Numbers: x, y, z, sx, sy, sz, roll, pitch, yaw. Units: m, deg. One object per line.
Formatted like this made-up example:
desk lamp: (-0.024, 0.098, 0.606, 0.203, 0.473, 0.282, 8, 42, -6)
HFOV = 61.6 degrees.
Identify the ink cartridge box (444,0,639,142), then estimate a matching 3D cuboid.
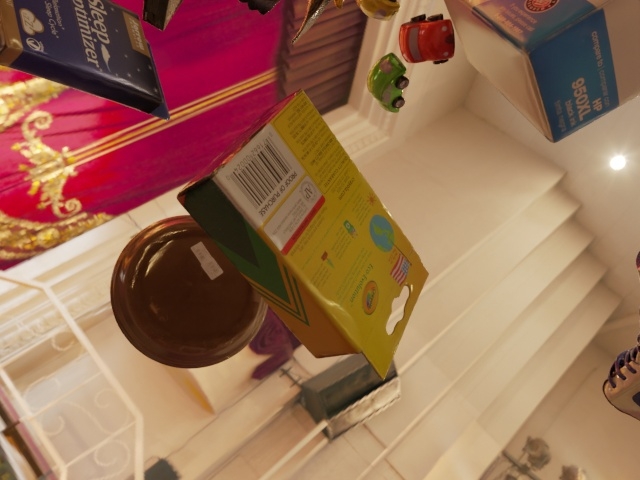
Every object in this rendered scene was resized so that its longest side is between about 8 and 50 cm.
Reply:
ink cartridge box: (0.402, -0.352, 0.710, 0.166, 0.395, 0.285, 50, 16, -40)

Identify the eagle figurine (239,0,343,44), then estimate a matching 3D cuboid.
eagle figurine: (0.021, -0.484, 0.943, 0.299, 0.225, 0.226, -3, -55, 32)

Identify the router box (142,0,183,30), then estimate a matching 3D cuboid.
router box: (-0.248, -0.466, 0.913, 0.046, 0.133, 0.179, 27, -27, -12)

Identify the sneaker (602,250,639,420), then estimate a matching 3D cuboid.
sneaker: (0.458, 0.161, 0.721, 0.182, 0.127, 0.315, -15, -75, 57)

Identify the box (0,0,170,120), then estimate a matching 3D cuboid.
box: (-0.262, -0.228, 0.615, 0.037, 0.225, 0.136, -27, -107, 26)

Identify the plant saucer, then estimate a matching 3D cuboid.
plant saucer: (-0.221, 0.083, 0.943, 0.277, 0.278, 0.041, 56, -26, 2)

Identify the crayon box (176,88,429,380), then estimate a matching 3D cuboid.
crayon box: (0.000, 0.000, 0.671, 0.081, 0.202, 0.318, -19, -64, 43)

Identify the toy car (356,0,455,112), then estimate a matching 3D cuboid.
toy car: (0.104, -0.281, 0.813, 0.225, 0.053, 0.239, 91, -25, -56)
